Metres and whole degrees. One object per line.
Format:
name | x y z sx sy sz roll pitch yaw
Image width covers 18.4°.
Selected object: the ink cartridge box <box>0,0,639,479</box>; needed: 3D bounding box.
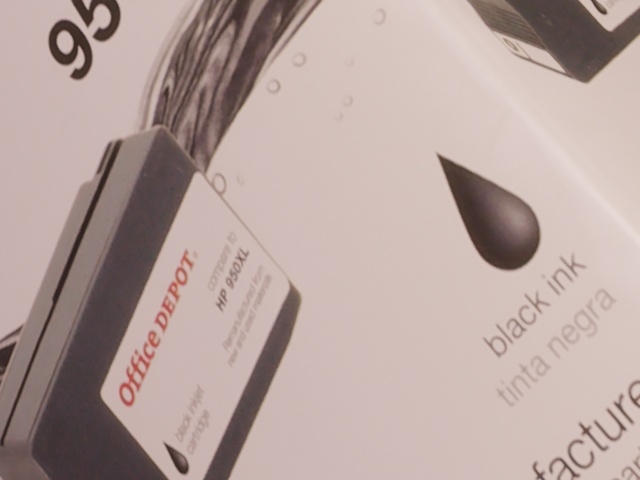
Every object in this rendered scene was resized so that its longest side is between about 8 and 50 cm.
ink cartridge box | 0.000 0.000 0.700 0.395 0.166 0.285 50 126 17
